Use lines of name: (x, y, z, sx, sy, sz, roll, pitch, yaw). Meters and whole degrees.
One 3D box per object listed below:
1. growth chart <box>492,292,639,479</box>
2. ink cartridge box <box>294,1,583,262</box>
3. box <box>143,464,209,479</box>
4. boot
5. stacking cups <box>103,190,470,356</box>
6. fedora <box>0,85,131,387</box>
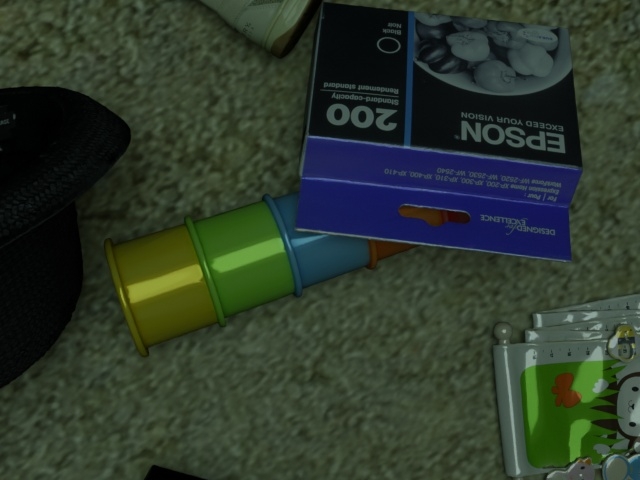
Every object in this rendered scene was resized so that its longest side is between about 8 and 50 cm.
growth chart: (0.254, 0.121, 0.776, 0.237, 0.021, 0.172, -14, 89, -7)
ink cartridge box: (0.090, -0.089, 0.706, 0.206, 0.045, 0.208, 6, 56, -2)
box: (-0.078, 0.268, 0.690, 0.156, 0.093, 0.158, 17, 83, -5)
boot: (-0.049, -0.274, 0.743, 0.165, 0.077, 0.213, 28, 84, -1)
stacking cups: (0.000, 0.000, 0.718, 0.316, 0.096, 0.096, -16, 88, -8)
fedora: (-0.270, 0.023, 0.621, 0.334, 0.334, 0.153, -17, 119, -7)
